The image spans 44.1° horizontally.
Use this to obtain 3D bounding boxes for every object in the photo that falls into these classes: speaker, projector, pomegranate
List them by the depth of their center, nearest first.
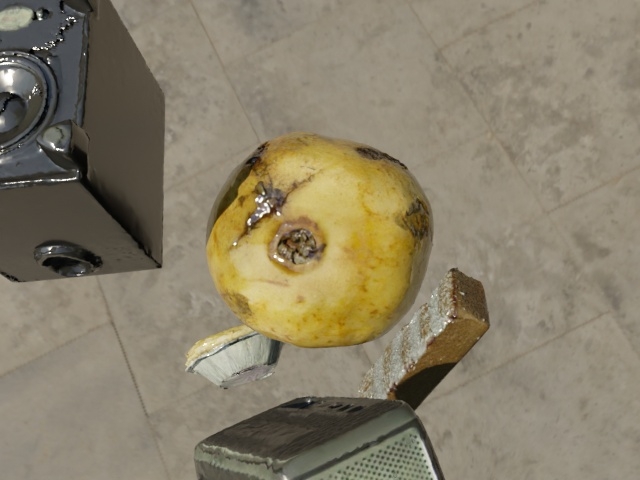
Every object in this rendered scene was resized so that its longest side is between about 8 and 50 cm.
[{"bbox_3d":[-0.276,-0.104,0.786,0.184,0.254,0.232,-6,68,6],"label":"speaker"},{"bbox_3d":[0.000,0.000,0.895,0.260,0.260,0.260,-4,69,9],"label":"pomegranate"},{"bbox_3d":[0.014,0.441,1.105,0.242,0.395,0.405,-18,90,-26],"label":"projector"}]

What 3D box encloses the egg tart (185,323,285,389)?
[{"bbox_3d":[-0.160,0.239,1.613,0.234,0.234,0.094,-24,71,1],"label":"egg tart"}]

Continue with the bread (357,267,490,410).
[{"bbox_3d":[0.218,0.262,1.778,0.113,0.417,0.165,28,30,-11],"label":"bread"}]
